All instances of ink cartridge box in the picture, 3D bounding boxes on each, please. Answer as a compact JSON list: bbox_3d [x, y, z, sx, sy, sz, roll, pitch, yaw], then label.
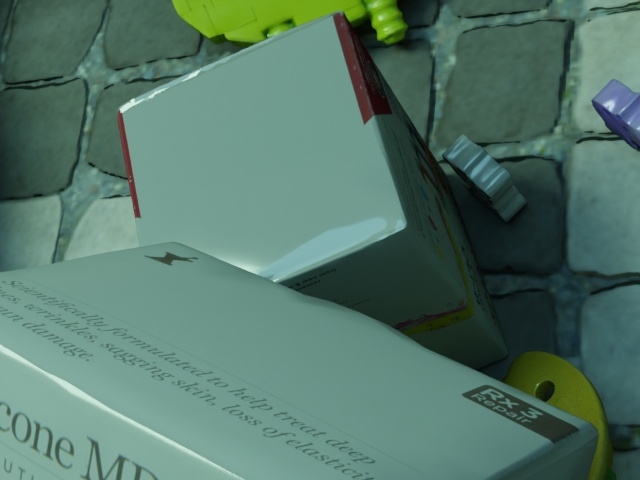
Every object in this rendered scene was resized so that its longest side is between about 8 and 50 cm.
[{"bbox_3d":[0.000,0.000,0.687,0.127,0.176,0.128,-22,60,12],"label":"ink cartridge box"}]

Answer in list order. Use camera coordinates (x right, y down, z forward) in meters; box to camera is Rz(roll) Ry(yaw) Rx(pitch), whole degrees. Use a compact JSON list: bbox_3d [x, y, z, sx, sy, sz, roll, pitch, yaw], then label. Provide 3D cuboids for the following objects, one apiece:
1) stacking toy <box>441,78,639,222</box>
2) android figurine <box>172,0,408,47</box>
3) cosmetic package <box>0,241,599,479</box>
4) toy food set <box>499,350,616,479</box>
[{"bbox_3d":[0.190,-0.041,0.689,0.167,0.052,0.221,-46,57,0],"label":"stacking toy"},{"bbox_3d":[-0.037,-0.230,0.815,0.248,0.056,0.273,-22,90,2],"label":"android figurine"},{"bbox_3d":[-0.057,0.215,0.525,0.217,0.156,0.385,20,110,32],"label":"cosmetic package"},{"bbox_3d":[0.080,0.163,0.644,0.128,0.071,0.218,10,68,54],"label":"toy food set"}]
